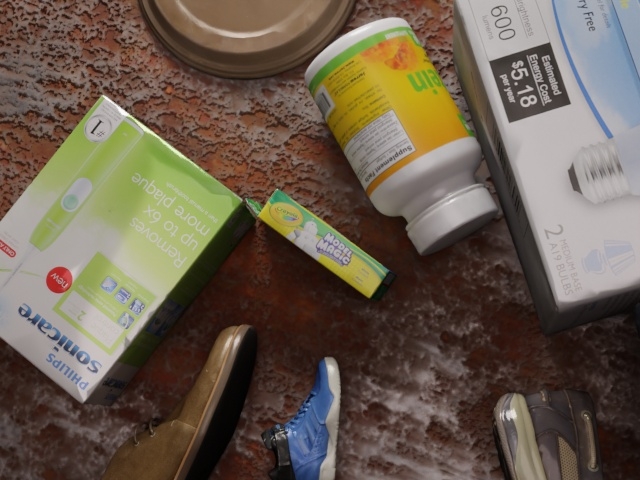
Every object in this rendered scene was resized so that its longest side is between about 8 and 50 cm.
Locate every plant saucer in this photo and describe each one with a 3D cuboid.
[{"bbox_3d":[-0.089,-0.332,1.490,0.278,0.041,0.277,-1,80,4],"label":"plant saucer"}]

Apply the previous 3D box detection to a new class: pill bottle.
[{"bbox_3d":[0.096,-0.113,1.388,0.136,0.136,0.245,-29,80,-1],"label":"pill bottle"}]

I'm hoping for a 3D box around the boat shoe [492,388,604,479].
[{"bbox_3d":[0.286,0.323,1.304,0.130,0.132,0.355,-16,81,2],"label":"boat shoe"}]

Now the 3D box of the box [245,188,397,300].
[{"bbox_3d":[0.000,0.000,1.392,0.179,0.105,0.043,34,91,9],"label":"box"}]

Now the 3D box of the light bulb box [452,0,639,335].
[{"bbox_3d":[0.363,-0.125,1.325,0.361,0.225,0.357,-18,79,2],"label":"light bulb box"}]

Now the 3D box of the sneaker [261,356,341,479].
[{"bbox_3d":[-0.023,0.204,1.384,0.085,0.058,0.152,4,87,-3],"label":"sneaker"}]

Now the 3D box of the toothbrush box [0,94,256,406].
[{"bbox_3d":[-0.243,0.015,1.403,0.206,0.122,0.283,38,87,10],"label":"toothbrush box"}]

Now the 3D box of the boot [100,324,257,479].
[{"bbox_3d":[-0.166,0.222,1.375,0.115,0.112,0.305,23,85,19],"label":"boot"}]

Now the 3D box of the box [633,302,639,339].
[{"bbox_3d":[0.505,0.213,1.152,0.294,0.212,0.395,-23,51,21],"label":"box"}]
